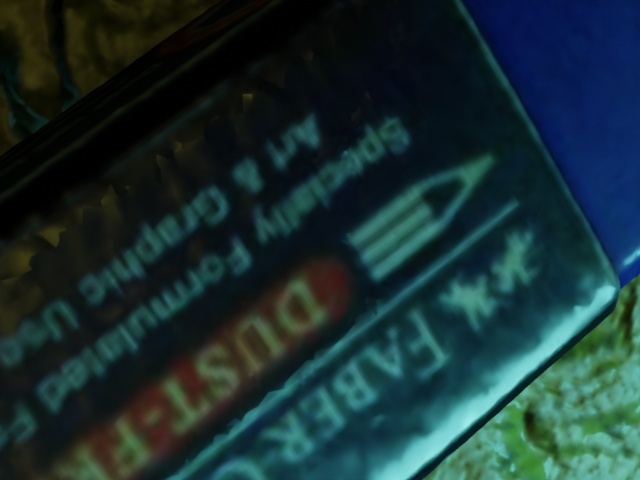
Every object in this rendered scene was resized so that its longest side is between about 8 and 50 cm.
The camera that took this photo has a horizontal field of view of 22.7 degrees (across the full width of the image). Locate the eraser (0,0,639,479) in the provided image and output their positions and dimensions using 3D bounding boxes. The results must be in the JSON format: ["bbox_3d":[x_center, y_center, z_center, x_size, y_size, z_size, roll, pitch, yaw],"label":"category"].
[{"bbox_3d":[0.000,0.000,0.504,0.332,0.101,0.155,-38,106,-18],"label":"eraser"}]
